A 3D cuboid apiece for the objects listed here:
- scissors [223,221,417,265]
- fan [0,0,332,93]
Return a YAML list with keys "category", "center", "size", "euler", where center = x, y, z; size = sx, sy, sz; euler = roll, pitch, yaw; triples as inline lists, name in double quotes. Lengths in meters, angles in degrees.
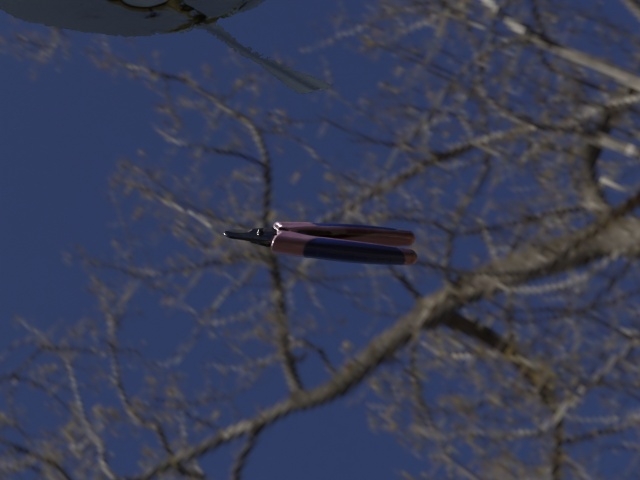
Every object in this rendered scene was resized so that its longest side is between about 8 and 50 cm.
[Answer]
- category: "scissors"
  center: [0.000, 0.000, 1.015]
  size: [0.113, 0.039, 0.012]
  euler: [5, -66, -1]
- category: "fan"
  center: [-0.104, -0.179, 1.346]
  size: [0.415, 0.233, 0.012]
  euler: [28, -123, -61]
